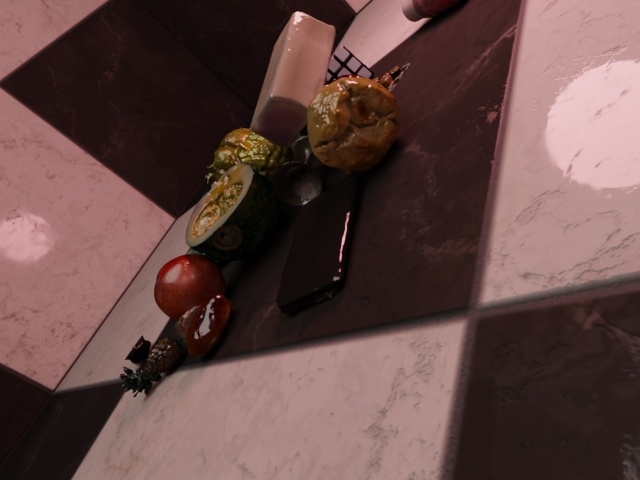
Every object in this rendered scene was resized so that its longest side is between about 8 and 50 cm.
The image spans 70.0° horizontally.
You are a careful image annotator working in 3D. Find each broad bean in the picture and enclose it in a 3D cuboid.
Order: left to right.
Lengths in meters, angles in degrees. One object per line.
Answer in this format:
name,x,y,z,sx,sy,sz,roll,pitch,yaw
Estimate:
broad bean,-0.289,0.224,1.190,0.114,0.084,0.165,-17,45,49

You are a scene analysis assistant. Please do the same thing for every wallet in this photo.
wallet,0.000,0.000,1.049,0.197,0.051,0.377,-31,29,33

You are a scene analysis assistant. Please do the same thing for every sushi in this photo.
sushi,0.205,-0.537,1.548,0.139,0.031,0.201,-57,23,-17

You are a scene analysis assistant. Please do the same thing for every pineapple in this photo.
pineapple,-0.478,0.353,1.311,0.221,0.103,0.083,-45,23,9

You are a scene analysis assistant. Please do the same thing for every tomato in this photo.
tomato,-0.390,0.134,1.356,0.208,0.184,0.208,-20,9,3

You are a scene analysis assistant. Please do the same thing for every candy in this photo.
candy,-0.081,-0.472,1.343,0.208,0.145,0.359,-32,42,59

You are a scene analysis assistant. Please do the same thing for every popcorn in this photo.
popcorn,-0.176,-0.247,1.536,0.206,0.251,0.237,-49,4,-38

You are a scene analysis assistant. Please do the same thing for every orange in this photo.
orange,-0.283,-0.276,1.776,0.301,0.223,0.300,73,-142,-71

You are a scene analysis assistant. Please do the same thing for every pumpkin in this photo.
pumpkin,-0.246,-0.066,1.395,0.293,0.197,0.263,-41,38,10

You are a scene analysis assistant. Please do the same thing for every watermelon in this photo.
watermelon,-0.359,0.244,1.294,0.180,0.094,0.081,-52,20,36

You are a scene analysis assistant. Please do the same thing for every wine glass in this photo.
wine glass,-0.049,-0.222,1.381,0.156,0.156,0.232,-36,23,31

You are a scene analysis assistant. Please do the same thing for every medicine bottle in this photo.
medicine bottle,0.387,-0.837,1.542,0.147,0.147,0.247,-56,22,-15

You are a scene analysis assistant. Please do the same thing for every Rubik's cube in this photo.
Rubik's cube,0.073,-0.569,1.651,0.160,0.163,0.162,-52,8,-6

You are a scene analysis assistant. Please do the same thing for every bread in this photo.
bread,0.086,-0.283,1.116,0.244,0.244,0.134,-52,15,-6

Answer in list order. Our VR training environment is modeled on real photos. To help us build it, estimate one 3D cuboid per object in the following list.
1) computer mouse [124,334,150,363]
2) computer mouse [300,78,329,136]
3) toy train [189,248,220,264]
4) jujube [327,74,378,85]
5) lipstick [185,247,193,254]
computer mouse,-0.642,0.392,1.622,0.099,0.057,0.172,-61,13,-23
computer mouse,-0.030,-0.442,1.543,0.100,0.269,0.170,-20,-4,-37
toy train,-0.359,0.012,1.627,0.298,0.120,0.194,-41,31,20
jujube,0.086,-0.384,1.323,0.197,0.197,0.290,-47,22,5
lipstick,-0.415,-0.069,1.900,0.371,0.076,0.080,-56,21,-15
